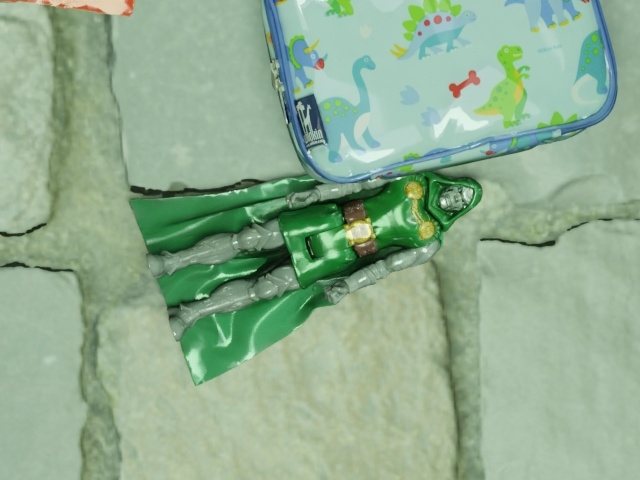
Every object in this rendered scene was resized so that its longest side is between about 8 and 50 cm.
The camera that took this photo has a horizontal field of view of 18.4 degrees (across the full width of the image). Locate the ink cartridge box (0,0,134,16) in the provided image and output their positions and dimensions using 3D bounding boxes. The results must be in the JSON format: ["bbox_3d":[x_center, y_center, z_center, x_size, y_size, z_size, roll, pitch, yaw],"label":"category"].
[{"bbox_3d":[-0.229,-0.248,1.281,0.232,0.066,0.189,9,104,0],"label":"ink cartridge box"}]

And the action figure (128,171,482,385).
[{"bbox_3d":[0.000,0.000,1.353,0.232,0.063,0.137,-20,101,-1],"label":"action figure"}]

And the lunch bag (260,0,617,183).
[{"bbox_3d":[0.073,-0.135,1.292,0.219,0.090,0.176,-11,88,-2],"label":"lunch bag"}]
